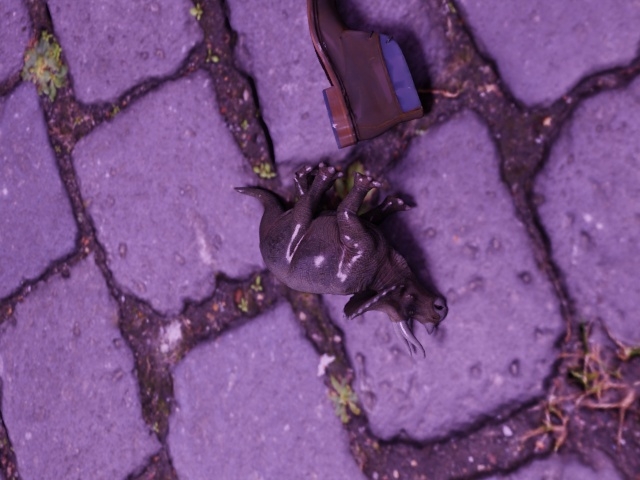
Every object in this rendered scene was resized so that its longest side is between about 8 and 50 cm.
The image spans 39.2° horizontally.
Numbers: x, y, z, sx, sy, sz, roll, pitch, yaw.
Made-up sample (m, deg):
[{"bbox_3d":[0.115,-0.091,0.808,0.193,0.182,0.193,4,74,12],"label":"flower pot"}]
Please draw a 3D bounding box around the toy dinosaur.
[{"bbox_3d":[0.000,0.000,1.022,0.313,0.121,0.160,21,85,24],"label":"toy dinosaur"}]

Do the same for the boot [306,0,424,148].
[{"bbox_3d":[0.048,-0.218,1.045,0.106,0.082,0.219,-13,77,6],"label":"boot"}]
